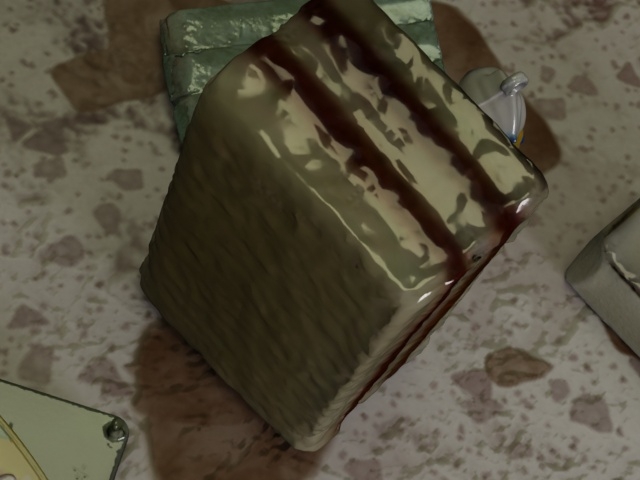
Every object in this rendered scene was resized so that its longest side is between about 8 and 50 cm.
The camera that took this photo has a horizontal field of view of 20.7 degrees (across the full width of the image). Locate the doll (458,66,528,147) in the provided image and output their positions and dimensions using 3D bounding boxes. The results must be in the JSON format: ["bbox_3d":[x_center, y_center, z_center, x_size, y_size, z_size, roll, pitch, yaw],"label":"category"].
[{"bbox_3d":[0.087,-0.051,1.176,0.114,0.227,0.057,-14,68,-20],"label":"doll"}]

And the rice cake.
[{"bbox_3d":[-0.012,-0.131,1.302,0.211,0.038,0.124,-5,65,-14],"label":"rice cake"}]

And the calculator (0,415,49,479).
[{"bbox_3d":[-0.269,0.143,1.059,0.236,0.033,0.157,44,73,2],"label":"calculator"}]

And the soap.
[{"bbox_3d":[0.282,0.047,1.264,0.121,0.064,0.183,-37,77,-26],"label":"soap"}]

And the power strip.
[{"bbox_3d":[-0.241,0.149,1.101,0.216,0.061,0.145,17,66,-3],"label":"power strip"}]

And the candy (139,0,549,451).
[{"bbox_3d":[0.000,0.000,1.084,0.135,0.320,0.179,-40,82,-22],"label":"candy"}]
